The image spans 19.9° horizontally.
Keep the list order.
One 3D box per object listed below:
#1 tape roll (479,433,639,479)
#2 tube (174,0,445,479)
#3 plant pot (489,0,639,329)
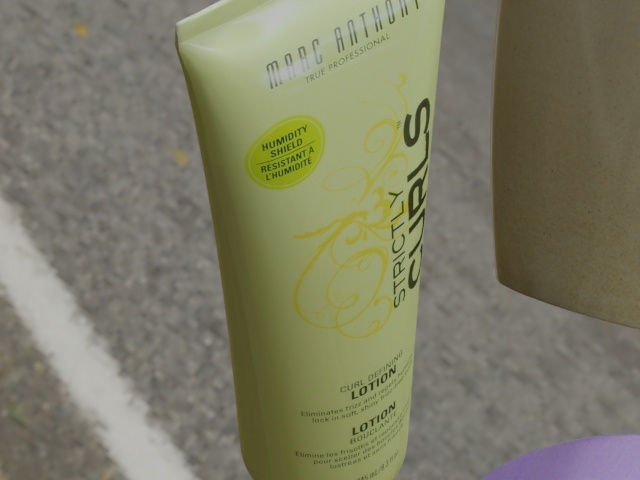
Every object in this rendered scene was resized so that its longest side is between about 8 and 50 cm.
[{"bbox_3d":[0.146,0.213,0.727,0.275,0.275,0.090,38,43,4],"label":"tape roll"},{"bbox_3d":[0.000,0.000,0.565,0.062,0.240,0.070,8,51,7],"label":"tube"},{"bbox_3d":[0.217,-0.085,1.223,0.256,0.274,0.256,16,5,-1],"label":"plant pot"}]
